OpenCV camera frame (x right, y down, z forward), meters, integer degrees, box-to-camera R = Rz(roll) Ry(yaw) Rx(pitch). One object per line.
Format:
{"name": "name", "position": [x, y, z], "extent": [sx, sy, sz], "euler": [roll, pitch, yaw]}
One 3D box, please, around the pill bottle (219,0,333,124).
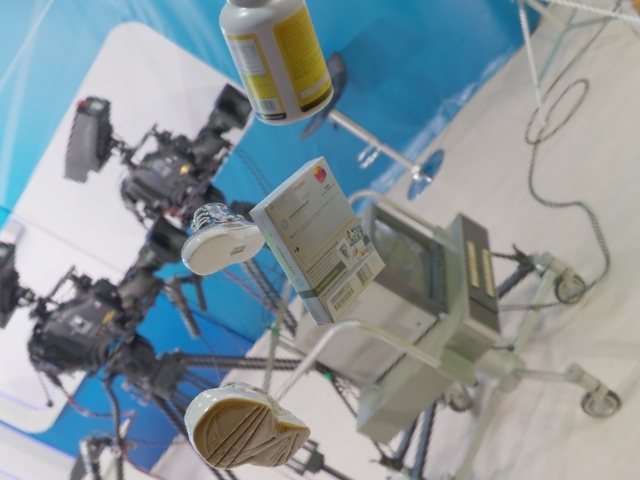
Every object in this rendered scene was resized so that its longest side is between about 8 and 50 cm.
{"name": "pill bottle", "position": [-0.057, -0.236, 0.972], "extent": [0.103, 0.184, 0.103], "euler": [-14, 34, 10]}

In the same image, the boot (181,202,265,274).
{"name": "boot", "position": [-0.153, -0.007, 1.132], "extent": [0.069, 0.086, 0.190], "euler": [-59, -17, 14]}

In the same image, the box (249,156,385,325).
{"name": "box", "position": [0.000, 0.000, 1.138], "extent": [0.038, 0.186, 0.145], "euler": [-14, 23, 44]}

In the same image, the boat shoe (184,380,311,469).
{"name": "boat shoe", "position": [-0.107, 0.226, 1.051], "extent": [0.098, 0.096, 0.277], "euler": [-46, -28, -2]}
